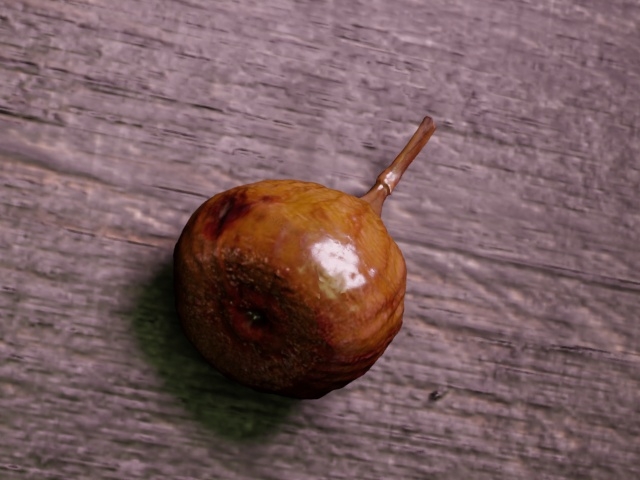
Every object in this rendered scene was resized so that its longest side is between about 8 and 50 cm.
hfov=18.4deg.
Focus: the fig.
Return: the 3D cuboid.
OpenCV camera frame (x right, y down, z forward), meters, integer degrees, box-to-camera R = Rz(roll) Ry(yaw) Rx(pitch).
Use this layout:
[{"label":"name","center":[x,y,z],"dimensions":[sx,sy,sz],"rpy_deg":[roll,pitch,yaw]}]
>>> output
[{"label":"fig","center":[0.000,0.000,1.237],"dimensions":[0.146,0.134,0.201],"rpy_deg":[23,45,11]}]
